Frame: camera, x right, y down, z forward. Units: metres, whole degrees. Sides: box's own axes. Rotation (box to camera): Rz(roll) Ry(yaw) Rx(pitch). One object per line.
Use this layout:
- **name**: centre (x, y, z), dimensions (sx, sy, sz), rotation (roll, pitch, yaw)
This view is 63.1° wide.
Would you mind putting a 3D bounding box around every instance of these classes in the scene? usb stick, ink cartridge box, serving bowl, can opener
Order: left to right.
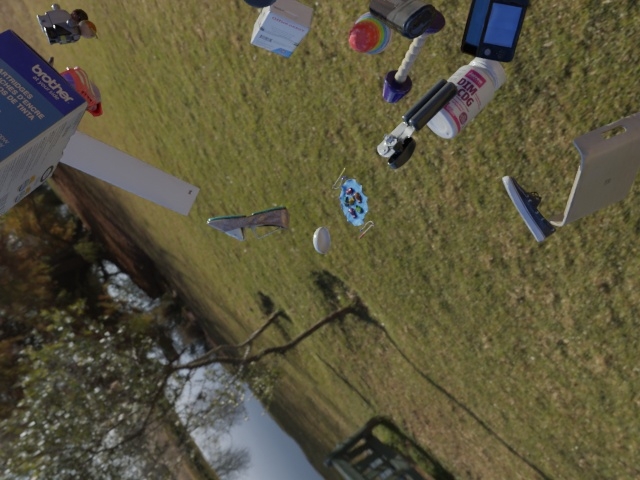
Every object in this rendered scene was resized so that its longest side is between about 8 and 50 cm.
- **ink cartridge box**: centre (-0.510, -0.119, 0.748), dimensions (0.151, 0.395, 0.270), rotation (46, 139, -14)
- **ink cartridge box**: centre (-0.132, -0.726, 1.767), dimensions (0.203, 0.148, 0.086), rotation (-22, 57, 62)
- **serving bowl**: centre (0.000, 0.000, 1.593), dimensions (0.027, 0.083, 0.083), rotation (-2, 122, 29)
- **usb stick**: centre (0.165, -0.479, 1.089), dimensions (0.045, 0.077, 0.278), rotation (40, -163, -29)
- **can opener**: centre (0.272, -0.330, 1.468), dimensions (0.093, 0.280, 0.074), rotation (36, -171, -39)

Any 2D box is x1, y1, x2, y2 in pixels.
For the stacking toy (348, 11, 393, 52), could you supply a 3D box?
- **stacking toy**: centre (0.153, -0.666, 1.701), dimensions (0.141, 0.330, 0.141), rotation (6, 116, 11)

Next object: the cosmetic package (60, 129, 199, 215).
- **cosmetic package**: centre (-0.560, -0.202, 1.440), dimensions (0.377, 0.097, 0.284), rotation (26, 176, -36)

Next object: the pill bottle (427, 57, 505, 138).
- **pill bottle**: centre (0.502, -0.507, 1.826), dimensions (0.160, 0.283, 0.160), rotation (44, 173, 7)

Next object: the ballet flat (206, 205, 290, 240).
- **ballet flat**: centre (-0.267, -0.054, 1.960), dimensions (0.107, 0.316, 0.106), rotation (-179, 79, -88)

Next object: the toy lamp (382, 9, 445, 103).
- **toy lamp**: centre (0.223, -0.448, 1.304), dimensions (0.080, 0.080, 0.275), rotation (51, 154, 10)

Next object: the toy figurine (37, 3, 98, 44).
- **toy figurine**: centre (-0.712, -0.662, 1.441), dimensions (0.213, 0.148, 0.209), rotation (43, 147, 45)

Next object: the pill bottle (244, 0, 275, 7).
- **pill bottle**: centre (-0.153, -0.677, 1.258), dimensions (0.123, 0.123, 0.219), rotation (119, 148, -61)

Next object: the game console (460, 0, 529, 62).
- **game console**: centre (0.364, -0.455, 1.086), dimensions (0.124, 0.085, 0.144), rotation (12, 109, 5)

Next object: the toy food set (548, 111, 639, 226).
- **toy food set**: centre (0.755, -0.188, 1.433), dimensions (0.306, 0.219, 0.092), rotation (79, 166, -48)

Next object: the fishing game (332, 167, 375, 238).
- **fishing game**: centre (0.123, -0.145, 2.031), dimensions (0.264, 0.041, 0.189), rotation (66, 150, 15)

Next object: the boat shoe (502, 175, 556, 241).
- **boat shoe**: centre (0.631, -0.106, 1.563), dimensions (0.228, 0.076, 0.080), rotation (58, -163, -2)

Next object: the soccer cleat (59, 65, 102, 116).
- **soccer cleat**: centre (-0.620, -0.382, 1.350), dimensions (0.095, 0.083, 0.248), rotation (64, 173, -10)
